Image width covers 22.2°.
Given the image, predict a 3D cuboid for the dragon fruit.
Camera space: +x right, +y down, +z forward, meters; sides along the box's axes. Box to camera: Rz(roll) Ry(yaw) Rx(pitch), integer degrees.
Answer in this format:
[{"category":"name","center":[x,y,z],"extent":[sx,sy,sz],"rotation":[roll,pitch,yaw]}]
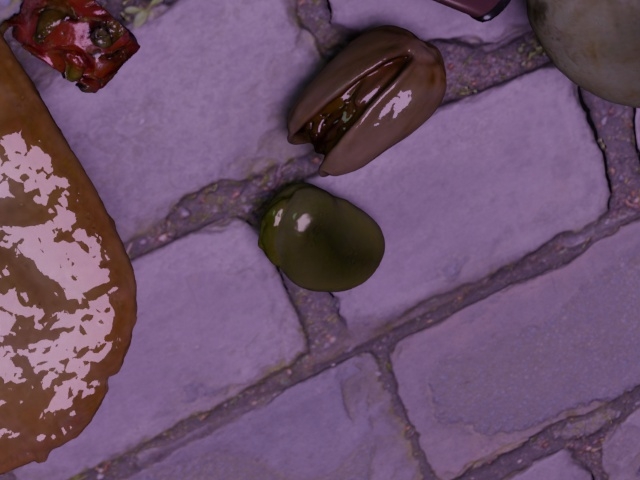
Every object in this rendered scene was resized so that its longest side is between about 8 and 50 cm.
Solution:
[{"category":"dragon fruit","center":[-0.266,-0.220,1.789],"extent":[0.147,0.096,0.102],"rotation":[32,104,-28]}]

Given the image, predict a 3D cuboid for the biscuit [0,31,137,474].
[{"category":"biscuit","center":[-0.427,0.063,1.798],"extent":[0.429,0.104,0.446],"rotation":[-30,101,-5]}]

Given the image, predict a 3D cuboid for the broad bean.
[{"category":"broad bean","center":[0.000,0.000,2.005],"extent":[0.124,0.082,0.174],"rotation":[-48,120,4]}]

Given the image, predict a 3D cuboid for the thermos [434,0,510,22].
[{"category":"thermos","center":[0.061,-0.353,1.851],"extent":[0.330,0.136,0.110],"rotation":[18,80,-27]}]

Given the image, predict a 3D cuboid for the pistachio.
[{"category":"pistachio","center":[0.056,-0.165,1.931],"extent":[0.206,0.131,0.129],"rotation":[-41,77,8]}]

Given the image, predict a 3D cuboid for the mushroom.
[{"category":"mushroom","center":[0.401,-0.317,1.899],"extent":[0.352,0.260,0.352],"rotation":[-7,123,-11]}]
